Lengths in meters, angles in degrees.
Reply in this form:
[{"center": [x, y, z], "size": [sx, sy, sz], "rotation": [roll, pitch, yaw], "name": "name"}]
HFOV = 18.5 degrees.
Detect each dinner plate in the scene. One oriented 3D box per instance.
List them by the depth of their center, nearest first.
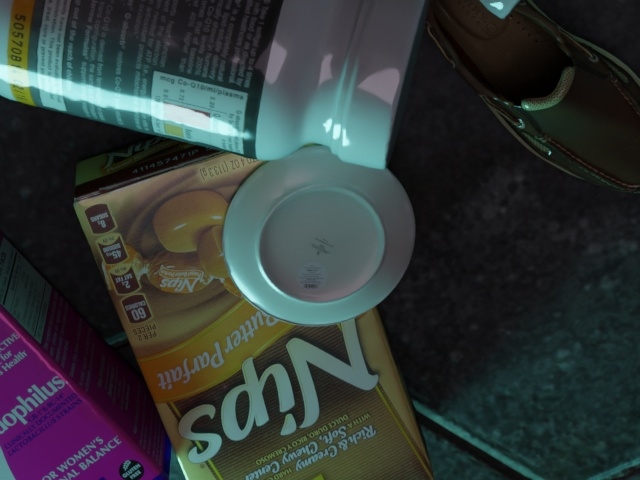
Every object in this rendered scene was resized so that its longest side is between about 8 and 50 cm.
[{"center": [0.000, 0.000, 1.410], "size": [0.141, 0.017, 0.141], "rotation": [-3, 114, -6], "name": "dinner plate"}]

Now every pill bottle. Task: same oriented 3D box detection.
[{"center": [-0.075, -0.143, 1.327], "size": [0.278, 0.162, 0.162], "rotation": [15, 113, 4], "name": "pill bottle"}]

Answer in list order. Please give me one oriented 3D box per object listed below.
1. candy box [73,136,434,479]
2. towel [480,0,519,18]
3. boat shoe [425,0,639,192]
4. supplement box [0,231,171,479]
[{"center": [-0.047, 0.063, 1.488], "size": [0.183, 0.087, 0.316], "rotation": [-18, 113, 3], "name": "candy box"}, {"center": [0.083, -0.330, 1.219], "size": [0.317, 0.053, 0.332], "rotation": [36, 133, -7], "name": "towel"}, {"center": [0.159, -0.111, 1.418], "size": [0.257, 0.095, 0.095], "rotation": [36, 107, -18], "name": "boat shoe"}, {"center": [-0.223, 0.114, 1.489], "size": [0.111, 0.114, 0.220], "rotation": [-37, 109, 14], "name": "supplement box"}]
